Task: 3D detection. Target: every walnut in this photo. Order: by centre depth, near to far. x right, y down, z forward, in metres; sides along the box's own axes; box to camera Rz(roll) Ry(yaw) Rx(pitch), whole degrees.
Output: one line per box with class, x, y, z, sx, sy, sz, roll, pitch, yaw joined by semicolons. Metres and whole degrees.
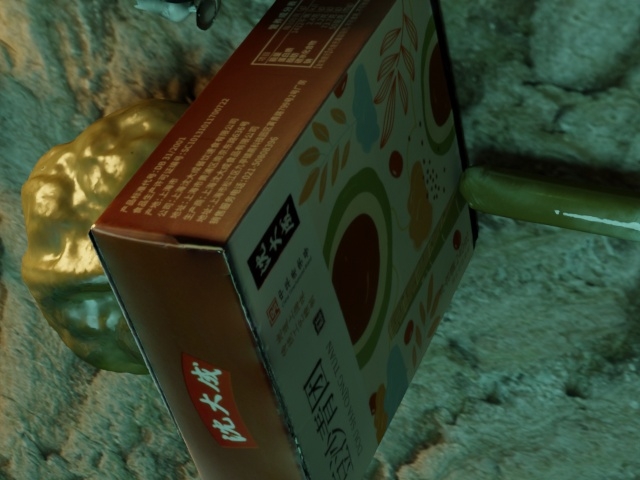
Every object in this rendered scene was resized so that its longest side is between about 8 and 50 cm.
walnut;-0.168;-0.001;1.272;0.277;0.282;0.253;-6;167;29

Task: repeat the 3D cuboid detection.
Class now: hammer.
hammer;0.266;-0.023;1.096;0.305;0.113;0.202;12;134;30

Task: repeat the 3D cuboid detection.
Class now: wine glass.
wine glass;-0.141;-0.232;1.183;0.083;0.042;0.039;20;170;25

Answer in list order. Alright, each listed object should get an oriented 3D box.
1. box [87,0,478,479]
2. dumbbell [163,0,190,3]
box;0.000;0.000;1.057;0.122;0.385;0.344;8;135;27
dumbbell;-0.242;-0.300;1.066;0.406;0.179;0.179;7;134;26
